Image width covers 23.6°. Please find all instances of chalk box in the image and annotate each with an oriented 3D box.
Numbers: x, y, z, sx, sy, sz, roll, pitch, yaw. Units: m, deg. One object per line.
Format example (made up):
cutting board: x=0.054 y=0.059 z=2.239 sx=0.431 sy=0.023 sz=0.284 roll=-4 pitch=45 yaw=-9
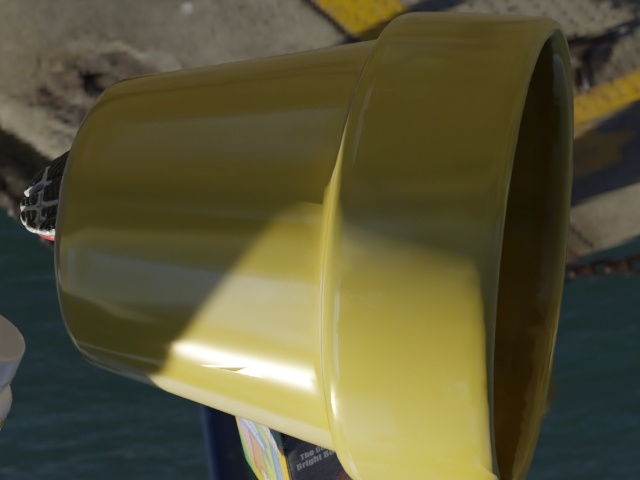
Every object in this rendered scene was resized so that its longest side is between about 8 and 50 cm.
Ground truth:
chalk box: x=-0.002 y=0.134 z=1.360 sx=0.132 sy=0.132 sz=0.213 roll=-22 pitch=130 yaw=-17

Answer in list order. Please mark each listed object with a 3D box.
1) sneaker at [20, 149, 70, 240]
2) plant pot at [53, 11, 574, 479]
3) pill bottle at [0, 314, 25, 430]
sneaker: x=-0.160 y=-0.032 z=1.502 sx=0.279 sy=0.107 sz=0.118 roll=-7 pitch=144 yaw=17
plant pot: x=0.000 y=0.000 z=0.819 sx=0.239 sy=0.254 sz=0.254 roll=7 pitch=157 yaw=16
pill bottle: x=-0.349 y=0.163 z=1.377 sx=0.119 sy=0.119 sz=0.208 roll=12 pitch=114 yaw=-37
